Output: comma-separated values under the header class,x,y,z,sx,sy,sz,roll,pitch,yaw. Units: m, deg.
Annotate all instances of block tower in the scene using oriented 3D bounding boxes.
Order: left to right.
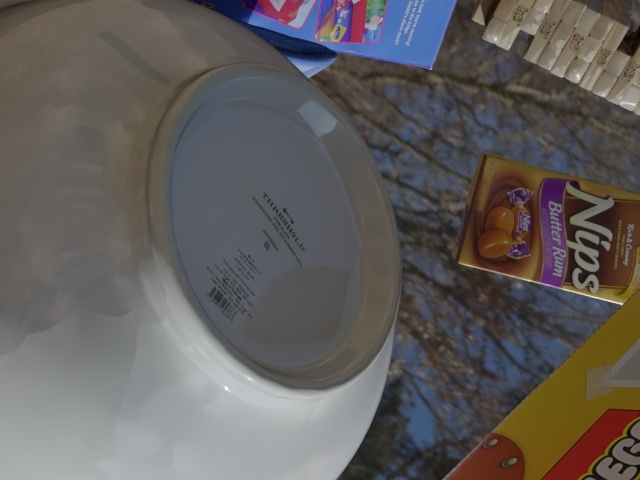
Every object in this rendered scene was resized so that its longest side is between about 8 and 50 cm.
class,x,y,z,sx,sy,sz,roll,pitch,yaw
block tower,0.333,-0.209,1.427,0.091,0.335,0.097,-68,-177,-51

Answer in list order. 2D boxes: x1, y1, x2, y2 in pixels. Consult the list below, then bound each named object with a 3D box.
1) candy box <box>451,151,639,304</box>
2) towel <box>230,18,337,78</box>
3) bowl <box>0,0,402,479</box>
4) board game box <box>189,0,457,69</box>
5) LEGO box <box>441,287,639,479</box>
class,x,y,z,sx,sy,sz,roll,pitch,yaw
candy box,0.232,-0.011,1.268,0.053,0.186,0.109,-104,-153,-82
towel,-0.148,-0.069,0.919,0.285,0.209,0.034,-30,-105,28
bowl,-0.059,0.008,0.578,0.134,0.298,0.298,-19,-127,41
board game box,0.027,-0.313,0.961,0.078,0.233,0.347,57,-46,52
LEGO box,0.354,0.070,0.609,0.500,0.193,0.372,-37,-160,-34
